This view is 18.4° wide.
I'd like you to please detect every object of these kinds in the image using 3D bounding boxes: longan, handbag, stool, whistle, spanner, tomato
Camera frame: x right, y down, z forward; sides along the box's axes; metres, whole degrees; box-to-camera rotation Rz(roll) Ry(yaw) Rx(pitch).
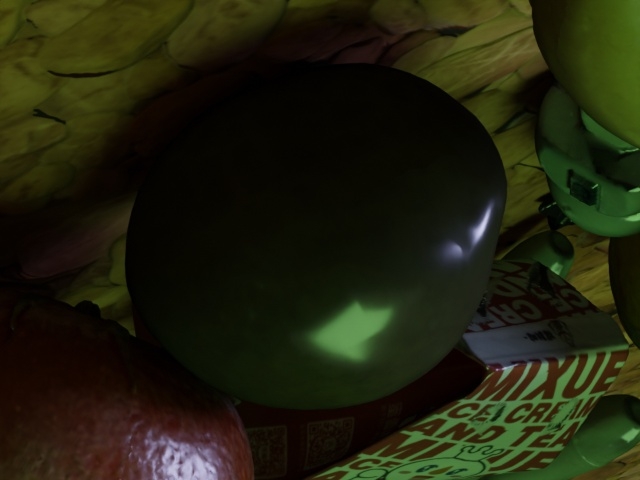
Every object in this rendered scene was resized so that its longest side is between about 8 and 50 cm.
[{"bbox_3d":[0.000,0.000,1.071,0.212,0.198,0.198,-21,159,-12],"label":"longan"},{"bbox_3d":[0.035,0.092,1.246,0.298,0.151,0.171,-8,176,44],"label":"handbag"},{"bbox_3d":[0.094,0.115,1.439,0.195,0.195,0.199,-1,150,-38],"label":"stool"},{"bbox_3d":[0.187,-0.064,1.247,0.092,0.110,0.244,-54,163,-12],"label":"whistle"},{"bbox_3d":[0.224,-0.021,1.512,0.046,0.012,0.208,-37,156,29],"label":"spanner"},{"bbox_3d":[-0.172,0.149,1.107,0.265,0.265,0.265,-21,160,-8],"label":"tomato"}]

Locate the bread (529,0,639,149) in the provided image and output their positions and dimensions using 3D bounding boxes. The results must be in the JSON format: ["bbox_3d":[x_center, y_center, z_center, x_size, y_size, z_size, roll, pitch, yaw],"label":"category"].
[{"bbox_3d":[0.180,-0.171,0.922,0.156,0.158,0.260,25,126,-37],"label":"bread"}]

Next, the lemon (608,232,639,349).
[{"bbox_3d":[0.294,0.017,1.459,0.170,0.170,0.207,-25,151,1],"label":"lemon"}]
